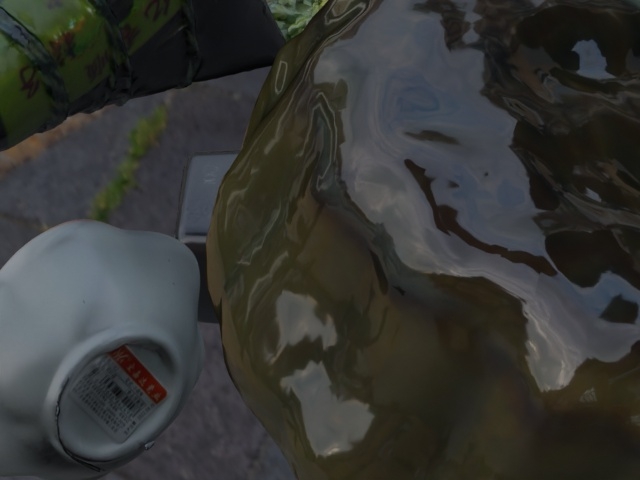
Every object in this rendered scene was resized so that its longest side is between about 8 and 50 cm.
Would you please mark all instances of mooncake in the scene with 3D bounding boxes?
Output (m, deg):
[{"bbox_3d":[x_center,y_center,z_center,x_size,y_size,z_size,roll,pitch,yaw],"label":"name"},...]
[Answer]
[{"bbox_3d":[0.105,0.002,0.652,0.290,0.161,0.290,14,46,-15],"label":"mooncake"}]

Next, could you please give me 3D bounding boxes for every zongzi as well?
[{"bbox_3d":[-0.175,-0.179,1.233,0.383,0.362,0.319,-40,49,-5],"label":"zongzi"}]

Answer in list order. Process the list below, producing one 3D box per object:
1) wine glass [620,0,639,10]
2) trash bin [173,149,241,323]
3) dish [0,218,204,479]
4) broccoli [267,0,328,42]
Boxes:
[{"bbox_3d":[0.068,-0.098,0.453,0.155,0.073,0.073,15,66,-4],"label":"wine glass"},{"bbox_3d":[0.000,0.000,1.749,0.290,0.209,0.182,1,56,6],"label":"trash bin"},{"bbox_3d":[-0.161,0.100,1.201,0.229,0.229,0.081,-42,42,-12],"label":"dish"},{"bbox_3d":[0.079,-0.202,2.103,0.324,0.272,0.334,-3,36,-36],"label":"broccoli"}]
